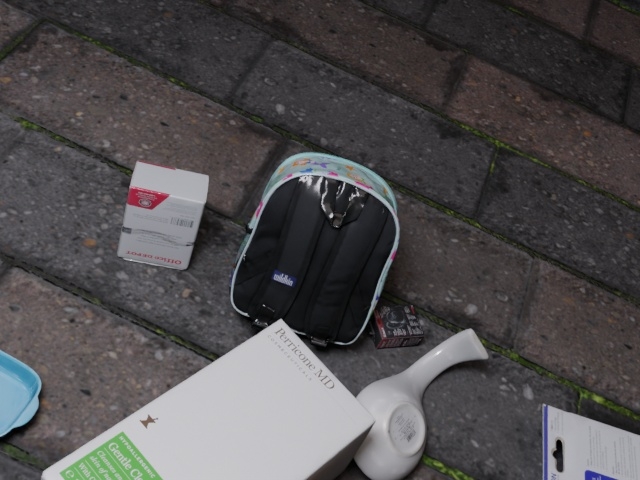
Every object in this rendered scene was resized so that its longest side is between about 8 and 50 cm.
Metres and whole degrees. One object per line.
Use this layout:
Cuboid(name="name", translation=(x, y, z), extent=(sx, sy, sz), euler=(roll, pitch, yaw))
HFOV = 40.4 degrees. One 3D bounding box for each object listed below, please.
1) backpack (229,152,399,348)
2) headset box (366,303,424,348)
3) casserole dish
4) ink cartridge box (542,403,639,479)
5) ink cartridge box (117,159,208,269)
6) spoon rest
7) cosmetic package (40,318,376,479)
Cuboid(name="backpack", translation=(0.000, 0.000, 1.283), extent=(0.225, 0.253, 0.191), euler=(18, 28, -4))
Cuboid(name="headset box", translation=(0.112, 0.134, 1.360), extent=(0.083, 0.032, 0.062), euler=(-3, 53, -22))
Cuboid(name="casserole dish", translation=(-0.447, 0.185, 1.100), extent=(0.188, 0.037, 0.114), euler=(28, 47, 2))
Cuboid(name="ink cartridge box", translation=(0.464, 0.369, 1.280), extent=(0.332, 0.065, 0.165), euler=(21, 48, -6))
Cuboid(name="ink cartridge box", translation=(-0.234, -0.035, 1.288), extent=(0.109, 0.150, 0.063), euler=(12, 45, -12))
Cuboid(name="spoon rest", translation=(0.134, 0.233, 1.252), extent=(0.276, 0.084, 0.137), euler=(-39, 102, -35))
Cuboid(name="cosmetic package", translation=(-0.133, 0.281, 1.062), extent=(0.197, 0.155, 0.365), euler=(44, 51, 18))
